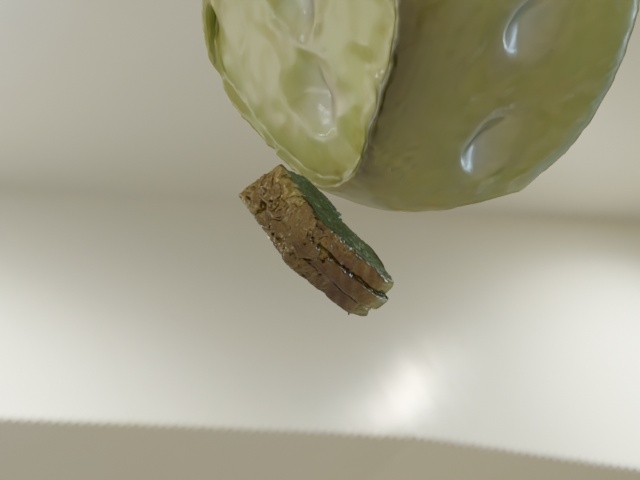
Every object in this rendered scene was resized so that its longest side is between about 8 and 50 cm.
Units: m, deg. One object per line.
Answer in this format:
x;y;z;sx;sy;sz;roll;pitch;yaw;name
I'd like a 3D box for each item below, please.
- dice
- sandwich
0.069;-0.175;1.287;0.227;0.238;0.233;-9;-47;-36;dice
0.000;0.000;1.113;0.036;0.093;0.105;-42;-49;8;sandwich
